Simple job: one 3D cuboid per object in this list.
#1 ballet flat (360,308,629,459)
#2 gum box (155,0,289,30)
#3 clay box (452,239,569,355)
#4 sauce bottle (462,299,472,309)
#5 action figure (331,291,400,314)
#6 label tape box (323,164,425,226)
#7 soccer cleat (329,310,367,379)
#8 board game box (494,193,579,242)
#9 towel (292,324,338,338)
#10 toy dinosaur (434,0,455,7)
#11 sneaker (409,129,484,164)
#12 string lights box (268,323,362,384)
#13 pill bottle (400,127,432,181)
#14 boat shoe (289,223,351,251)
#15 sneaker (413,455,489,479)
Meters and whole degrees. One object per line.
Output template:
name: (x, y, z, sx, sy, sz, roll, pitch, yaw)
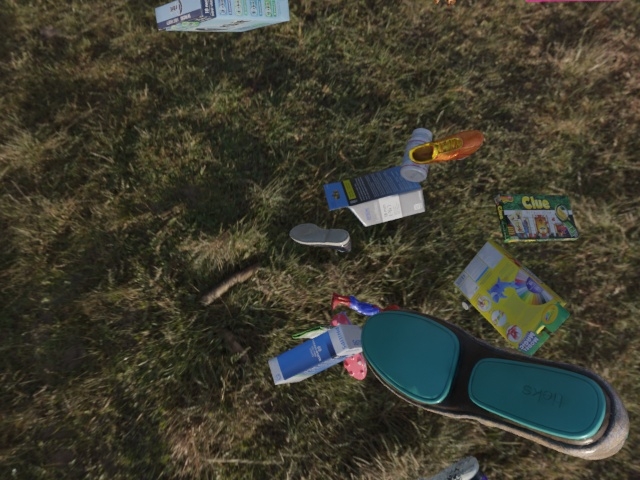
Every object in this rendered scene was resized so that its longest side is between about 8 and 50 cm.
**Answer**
ballet flat: (0.177, 0.161, 0.569, 0.106, 0.316, 0.108, 33, 79, -37)
gum box: (-0.176, -0.408, 0.910, 0.184, 0.156, 0.041, -20, 113, -39)
clay box: (0.391, 0.117, 1.034, 0.053, 0.222, 0.127, 11, 121, -44)
sauce bottle: (0.476, 0.165, 1.492, 0.128, 0.042, 0.042, -28, 87, -19)
action figure: (0.170, 0.272, 1.736, 0.280, 0.091, 0.139, 10, 104, -3)
label tape box: (0.193, -0.160, 1.885, 0.333, 0.241, 0.106, -14, 118, 2)
soccer cleat: (0.110, 0.371, 1.789, 0.095, 0.083, 0.248, -37, 104, -56)
board game box: (0.616, -0.064, 1.436, 0.259, 0.030, 0.136, -2, 72, -23)
towel: (-0.010, 0.306, 1.663, 0.113, 0.152, 0.023, -24, 71, 22)
toy dinosaur: (0.168, -0.415, 0.567, 0.164, 0.218, 0.322, 35, 88, 22)
sneaker: (0.293, -0.211, 1.175, 0.175, 0.067, 0.064, -17, 91, 21)
string lights box: (-0.005, 0.330, 1.455, 0.259, 0.133, 0.077, -31, 66, 21)
pill bottle: (0.313, -0.276, 1.627, 0.087, 0.087, 0.160, 19, 70, -6)
boat shoe: (0.000, 0.000, 1.505, 0.206, 0.065, 0.075, 8, 55, 31)
sneaker: (0.317, 0.683, 1.295, 0.293, 0.102, 0.146, -40, 82, 28)
